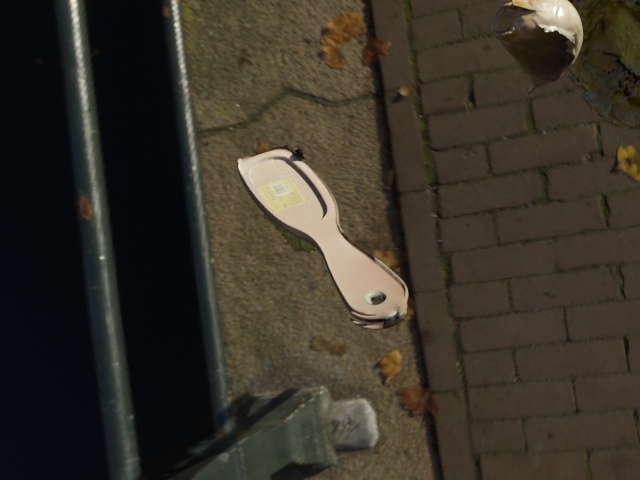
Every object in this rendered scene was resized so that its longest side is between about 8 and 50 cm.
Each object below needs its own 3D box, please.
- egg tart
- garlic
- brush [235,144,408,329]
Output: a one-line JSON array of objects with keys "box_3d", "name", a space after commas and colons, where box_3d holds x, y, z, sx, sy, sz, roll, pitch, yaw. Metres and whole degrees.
[{"box_3d": [0.496, -0.307, 1.383, 0.118, 0.288, 0.288, -31, 79, -15], "name": "egg tart"}, {"box_3d": [0.230, -0.210, 0.913, 0.084, 0.152, 0.066, -8, 70, 30], "name": "garlic"}, {"box_3d": [0.002, 0.000, 0.845, 0.072, 0.067, 0.313, -24, 38, -13], "name": "brush"}]
